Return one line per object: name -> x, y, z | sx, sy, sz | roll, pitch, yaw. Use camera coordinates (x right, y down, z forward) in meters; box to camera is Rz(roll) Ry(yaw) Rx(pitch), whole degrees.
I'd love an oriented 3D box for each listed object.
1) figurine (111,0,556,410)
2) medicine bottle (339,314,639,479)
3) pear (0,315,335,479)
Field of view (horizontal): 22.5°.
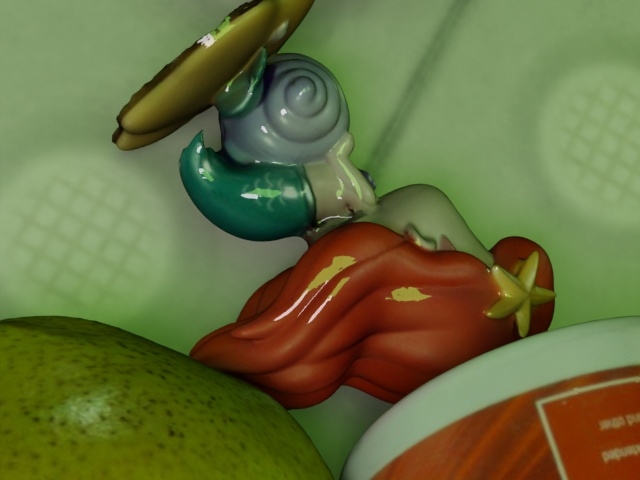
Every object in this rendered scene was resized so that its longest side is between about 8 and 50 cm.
figurine -> 0.000, 0.000, 0.945 | 0.257, 0.181, 0.208 | 51, 34, 1
medicine bottle -> 0.154, 0.198, 0.849 | 0.252, 0.252, 0.241 | -7, 56, -15
pear -> -0.132, 0.179, 0.811 | 0.294, 0.294, 0.294 | 3, 76, -12
